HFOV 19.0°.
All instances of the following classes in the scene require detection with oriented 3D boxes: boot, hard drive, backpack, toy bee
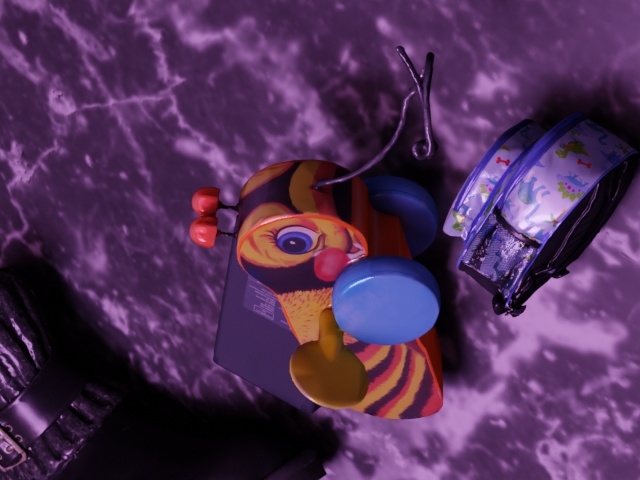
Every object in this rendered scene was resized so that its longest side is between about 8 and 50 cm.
[{"bbox_3d":[-0.177,0.132,1.499,0.348,0.131,0.260,-20,99,41],"label":"boot"},{"bbox_3d":[-0.031,0.054,1.424,0.094,0.022,0.135,27,125,23],"label":"hard drive"},{"bbox_3d":[0.137,-0.028,1.206,0.084,0.105,0.114,41,125,11],"label":"backpack"},{"bbox_3d":[0.000,0.000,1.267,0.162,0.195,0.298,-1,115,4],"label":"toy bee"}]
